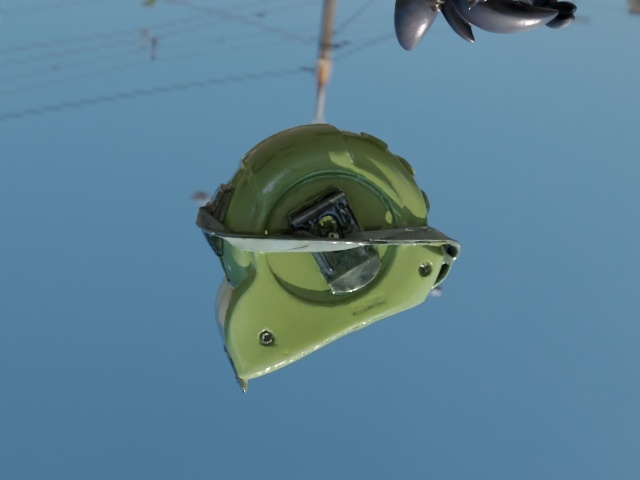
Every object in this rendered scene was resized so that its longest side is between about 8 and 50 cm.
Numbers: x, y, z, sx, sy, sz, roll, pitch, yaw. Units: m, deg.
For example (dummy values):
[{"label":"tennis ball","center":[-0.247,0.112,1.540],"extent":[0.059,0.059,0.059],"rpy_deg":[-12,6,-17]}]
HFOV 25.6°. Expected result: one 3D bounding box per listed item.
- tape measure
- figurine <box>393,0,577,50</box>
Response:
[{"label":"tape measure","center":[0.000,0.000,1.076],"extent":[0.200,0.175,0.106],"rpy_deg":[-21,-166,-4]},{"label":"figurine","center":[0.146,-0.286,1.245],"extent":[0.175,0.265,0.197],"rpy_deg":[6,164,11]}]
